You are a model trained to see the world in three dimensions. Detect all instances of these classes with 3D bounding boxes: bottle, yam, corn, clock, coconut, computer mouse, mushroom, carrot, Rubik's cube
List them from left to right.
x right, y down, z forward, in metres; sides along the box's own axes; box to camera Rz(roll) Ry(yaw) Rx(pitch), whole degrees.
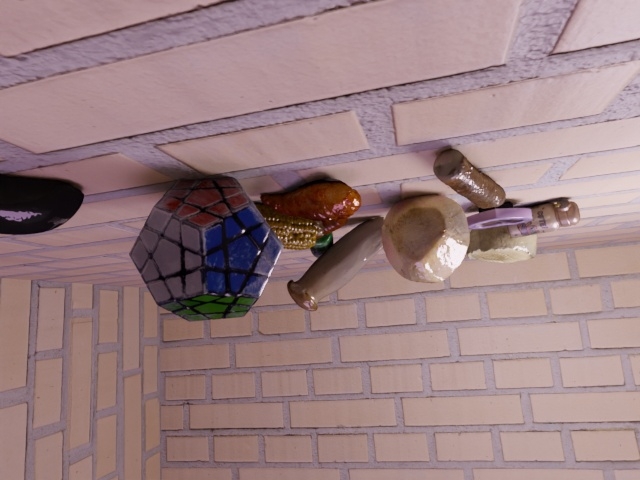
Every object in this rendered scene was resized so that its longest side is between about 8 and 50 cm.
[{"bbox_3d":[-0.623,-0.063,0.840,0.269,0.100,0.170,2,166,-34],"label":"computer mouse"},{"bbox_3d":[-0.234,0.020,0.909,0.319,0.319,0.264,4,179,-41],"label":"Rubik's cube"},{"bbox_3d":[-0.137,-0.041,1.139,0.322,0.119,0.119,9,166,-22],"label":"corn"},{"bbox_3d":[-0.011,-0.045,1.260,0.193,0.087,0.087,-10,169,35],"label":"carrot"},{"bbox_3d":[0.000,0.000,1.491,0.093,0.093,0.330,-5,170,1],"label":"bottle"},{"bbox_3d":[0.072,0.073,1.417,0.407,0.137,0.154,-37,-169,-7],"label":"mushroom"},{"bbox_3d":[0.299,-0.004,1.213,0.259,0.259,0.259,-4,170,-1],"label":"coconut"},{"bbox_3d":[0.344,-0.131,0.966,0.081,0.081,0.357,-11,166,34],"label":"yam"},{"bbox_3d":[0.558,-0.084,1.344,0.198,0.064,0.172,-9,169,25],"label":"clock"},{"bbox_3d":[0.725,-0.077,1.389,0.209,0.097,0.110,-14,134,38],"label":"bottle"}]

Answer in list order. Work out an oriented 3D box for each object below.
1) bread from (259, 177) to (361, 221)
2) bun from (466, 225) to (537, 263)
[{"bbox_3d":[-0.015,-0.085,1.005,0.269,0.095,0.139,-8,163,42],"label":"bread"},{"bbox_3d":[0.681,-0.004,1.606,0.259,0.152,0.259,7,166,2],"label":"bun"}]
